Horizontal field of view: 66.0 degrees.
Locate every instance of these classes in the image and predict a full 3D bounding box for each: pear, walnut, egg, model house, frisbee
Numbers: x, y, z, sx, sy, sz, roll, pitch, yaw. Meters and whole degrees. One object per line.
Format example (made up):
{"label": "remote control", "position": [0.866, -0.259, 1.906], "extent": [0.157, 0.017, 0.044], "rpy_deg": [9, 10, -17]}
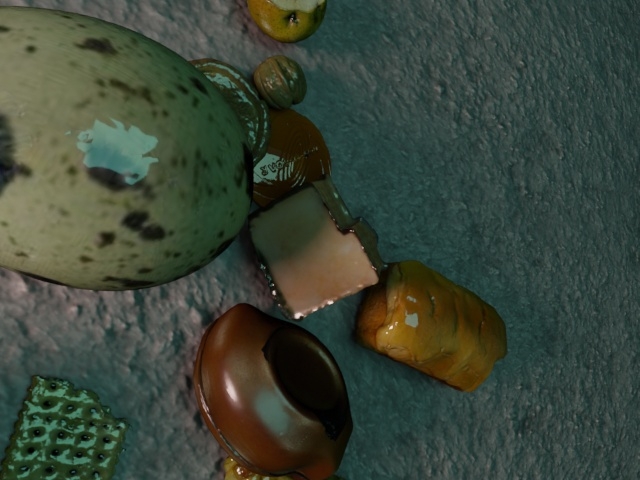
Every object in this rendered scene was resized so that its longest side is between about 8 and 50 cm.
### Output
{"label": "pear", "position": [-0.063, -0.391, 0.820], "extent": [0.141, 0.104, 0.141], "rpy_deg": [10, 62, -18]}
{"label": "walnut", "position": [-0.066, -0.263, 0.820], "extent": [0.092, 0.092, 0.092], "rpy_deg": [4, 83, -36]}
{"label": "egg", "position": [-0.255, -0.091, 0.535], "extent": [0.379, 0.287, 0.288], "rpy_deg": [12, 79, -36]}
{"label": "model house", "position": [0.000, 0.000, 0.790], "extent": [0.183, 0.166, 0.172], "rpy_deg": [61, 20, -3]}
{"label": "frisbee", "position": [-0.054, -0.137, 0.844], "extent": [0.192, 0.035, 0.192], "rpy_deg": [3, 84, -35]}

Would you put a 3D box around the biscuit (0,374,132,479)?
{"label": "biscuit", "position": [-0.323, 0.283, 0.620], "extent": [0.144, 0.016, 0.203], "rpy_deg": [24, 73, -32]}

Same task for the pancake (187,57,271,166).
{"label": "pancake", "position": [-0.163, -0.186, 0.763], "extent": [0.199, 0.021, 0.199], "rpy_deg": [3, 83, -27]}

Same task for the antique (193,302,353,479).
{"label": "antique", "position": [-0.058, 0.219, 0.719], "extent": [0.278, 0.129, 0.223], "rpy_deg": [52, 29, -3]}

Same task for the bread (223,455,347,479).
{"label": "bread", "position": [-0.038, 0.393, 0.773], "extent": [0.269, 0.087, 0.098], "rpy_deg": [39, 68, -26]}

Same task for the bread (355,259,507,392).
{"label": "bread", "position": [0.229, 0.169, 0.949], "extent": [0.344, 0.148, 0.195], "rpy_deg": [27, 71, -31]}
